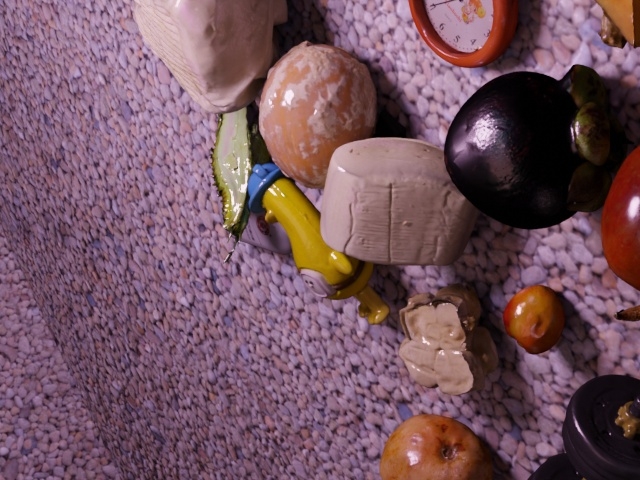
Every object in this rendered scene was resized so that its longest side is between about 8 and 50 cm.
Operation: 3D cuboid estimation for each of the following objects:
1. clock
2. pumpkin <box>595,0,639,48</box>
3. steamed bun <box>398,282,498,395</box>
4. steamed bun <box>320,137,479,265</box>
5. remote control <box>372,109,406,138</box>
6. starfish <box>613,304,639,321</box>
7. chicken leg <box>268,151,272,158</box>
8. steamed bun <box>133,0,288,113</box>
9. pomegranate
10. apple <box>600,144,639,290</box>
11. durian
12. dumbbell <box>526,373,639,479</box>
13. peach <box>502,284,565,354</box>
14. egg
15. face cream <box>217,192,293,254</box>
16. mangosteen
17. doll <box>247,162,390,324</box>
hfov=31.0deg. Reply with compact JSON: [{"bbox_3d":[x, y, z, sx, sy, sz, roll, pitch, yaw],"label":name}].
[{"bbox_3d":[0.207,-0.352,1.682,0.205,0.051,0.205,32,135,38],"label":"clock"},{"bbox_3d":[0.360,-0.350,1.424,0.126,0.131,0.248,0,108,43],"label":"pumpkin"},{"bbox_3d":[0.218,0.168,1.983,0.192,0.106,0.177,-13,98,46],"label":"steamed bun"},{"bbox_3d":[0.130,-0.071,1.853,0.250,0.155,0.200,7,129,-1],"label":"steamed bun"},{"bbox_3d":[0.093,-0.122,2.014,0.063,0.025,0.245,48,143,26],"label":"remote control"},{"bbox_3d":[0.474,0.069,1.603,0.190,0.074,0.146,44,141,24],"label":"starfish"},{"bbox_3d":[-0.048,-0.163,2.117,0.207,0.101,0.085,16,95,57],"label":"chicken leg"},{"bbox_3d":[-0.183,-0.409,1.994,0.339,0.247,0.352,43,166,46],"label":"steamed bun"},{"bbox_3d":[0.210,0.415,2.091,0.207,0.207,0.207,31,135,37],"label":"pomegranate"},{"bbox_3d":[0.462,-0.026,1.445,0.230,0.230,0.230,31,135,37],"label":"apple"},{"bbox_3d":[-0.160,-0.137,2.215,0.132,0.106,0.375,-11,74,20],"label":"durian"},{"bbox_3d":[0.428,0.359,1.771,0.185,0.185,0.388,44,141,25],"label":"dumbbell"},{"bbox_3d":[0.338,0.122,1.805,0.101,0.101,0.101,31,135,37],"label":"peach"},{"bbox_3d":[-0.004,-0.208,1.918,0.203,0.203,0.245,8,99,50],"label":"egg"},{"bbox_3d":[-0.092,-0.041,2.268,0.291,0.071,0.144,18,124,45],"label":"face cream"},{"bbox_3d":[0.300,-0.128,1.588,0.243,0.243,0.243,31,135,37],"label":"mangosteen"},{"bbox_3d":[0.000,0.000,2.048,0.363,0.145,0.199,50,171,-20],"label":"doll"}]
